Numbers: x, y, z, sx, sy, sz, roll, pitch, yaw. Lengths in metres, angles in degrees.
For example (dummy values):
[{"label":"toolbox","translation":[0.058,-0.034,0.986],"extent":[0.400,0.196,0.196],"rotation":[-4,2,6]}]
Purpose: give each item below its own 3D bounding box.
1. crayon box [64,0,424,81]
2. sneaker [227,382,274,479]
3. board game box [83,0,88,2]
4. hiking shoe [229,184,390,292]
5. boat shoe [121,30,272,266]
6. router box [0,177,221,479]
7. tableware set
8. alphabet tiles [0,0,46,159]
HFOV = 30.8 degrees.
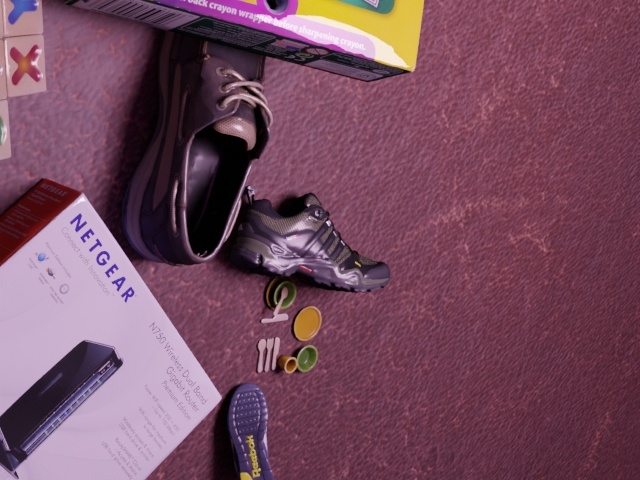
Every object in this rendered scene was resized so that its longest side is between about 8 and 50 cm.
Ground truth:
[{"label":"crayon box","translation":[-0.055,-0.358,1.191],"extent":[0.362,0.106,0.313],"rotation":[10,85,-31]},{"label":"sneaker","translation":[-0.093,0.254,1.492],"extent":[0.053,0.059,0.144],"rotation":[-4,92,-10]},{"label":"board game box","translation":[-0.204,-0.424,0.996],"extent":[0.308,0.086,0.302],"rotation":[45,72,-20]},{"label":"hiking shoe","translation":[0.000,0.000,1.450],"extent":[0.226,0.086,0.114],"rotation":[14,83,-33]},{"label":"boat shoe","translation":[-0.107,-0.136,1.288],"extent":[0.132,0.130,0.355],"rotation":[8,98,-44]},{"label":"router box","translation":[-0.300,0.156,1.242],"extent":[0.301,0.082,0.335],"rotation":[-46,130,-22]},{"label":"tableware set","translation":[-0.031,0.102,1.513],"extent":[0.104,0.024,0.154],"rotation":[-3,106,-42]},{"label":"alphabet tiles","translation":[-0.352,-0.193,0.988],"extent":[0.342,0.011,0.285],"rotation":[-25,120,-60]}]
